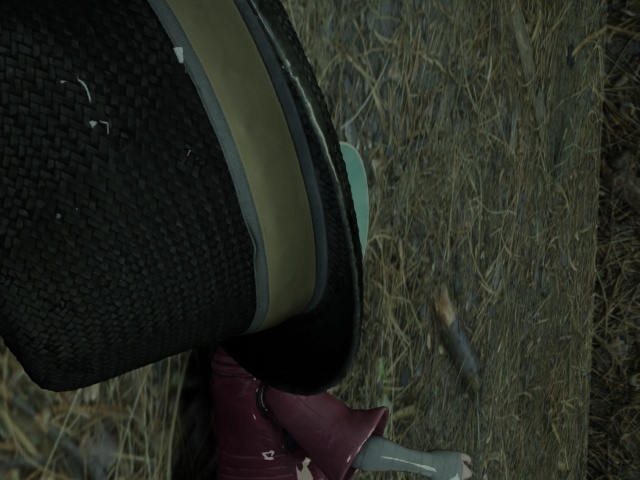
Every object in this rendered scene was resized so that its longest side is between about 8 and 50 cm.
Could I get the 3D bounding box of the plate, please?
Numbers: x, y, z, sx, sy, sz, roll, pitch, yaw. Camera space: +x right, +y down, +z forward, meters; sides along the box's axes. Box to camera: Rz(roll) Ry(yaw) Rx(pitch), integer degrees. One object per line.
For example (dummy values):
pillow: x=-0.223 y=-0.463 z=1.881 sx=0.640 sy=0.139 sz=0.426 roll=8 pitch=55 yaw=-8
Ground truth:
plate: x=0.000 y=0.000 z=1.112 sx=0.188 sy=0.024 sz=0.188 roll=9 pitch=90 yaw=-68

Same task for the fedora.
fedora: x=-0.119 y=-0.038 z=0.580 sx=0.152 sy=0.334 sz=0.334 roll=-31 pitch=135 yaw=-21

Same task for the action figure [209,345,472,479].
action figure: x=-0.047 y=0.190 z=0.963 sx=0.276 sy=0.248 sz=0.370 roll=-6 pitch=94 yaw=-23
